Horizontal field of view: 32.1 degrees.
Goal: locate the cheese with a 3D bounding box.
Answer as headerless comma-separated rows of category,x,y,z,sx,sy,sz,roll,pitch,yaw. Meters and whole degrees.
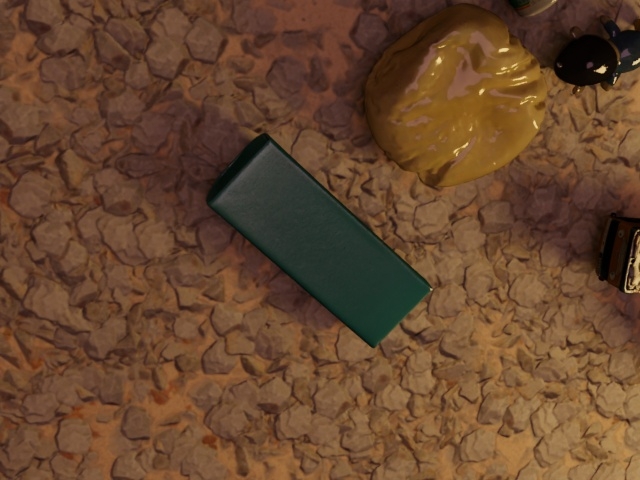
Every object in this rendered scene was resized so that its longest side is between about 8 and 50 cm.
cheese,0.172,-0.177,1.413,0.226,0.117,0.214,-43,113,4

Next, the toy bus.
toy bus,0.482,0.020,1.537,0.201,0.114,0.098,3,103,-21

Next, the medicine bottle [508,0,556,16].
medicine bottle,0.249,-0.355,1.403,0.080,0.080,0.130,-43,110,-2

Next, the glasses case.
glasses case,-0.001,0.001,1.431,0.117,0.070,0.301,-45,112,5

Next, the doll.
doll,0.370,-0.245,1.466,0.179,0.089,0.102,-18,109,-35
